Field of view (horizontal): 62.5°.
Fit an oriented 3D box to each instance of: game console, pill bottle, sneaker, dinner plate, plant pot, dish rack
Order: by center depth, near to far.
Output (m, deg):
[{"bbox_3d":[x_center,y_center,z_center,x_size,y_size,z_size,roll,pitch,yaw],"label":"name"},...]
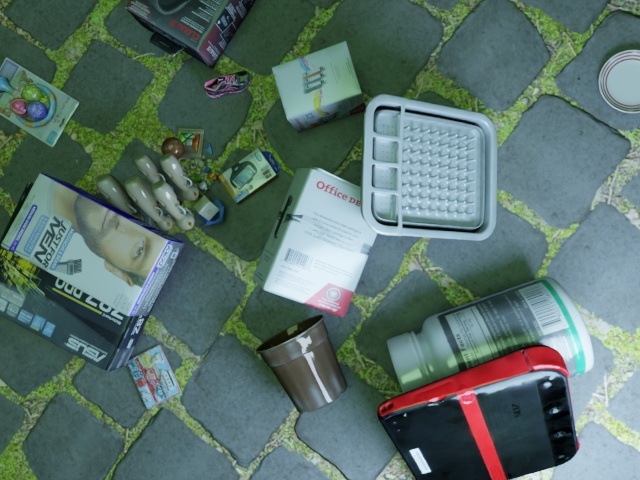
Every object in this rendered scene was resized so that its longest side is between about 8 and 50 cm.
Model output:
[{"bbox_3d":[0.322,0.369,1.031,0.342,0.060,0.386,-20,128,10],"label":"game console"},{"bbox_3d":[0.334,0.225,1.079,0.362,0.204,0.204,-20,84,7],"label":"pill bottle"},{"bbox_3d":[0.224,-0.144,1.124,0.333,0.072,0.285,4,85,-23],"label":"dish rack"},{"bbox_3d":[0.682,-0.347,1.156,0.141,0.017,0.141,0,88,8],"label":"dinner plate"},{"bbox_3d":[-0.032,0.275,1.159,0.167,0.167,0.165,-26,92,6],"label":"plant pot"},{"bbox_3d":[-0.225,-0.380,1.268,0.120,0.057,0.047,-20,82,5],"label":"sneaker"}]

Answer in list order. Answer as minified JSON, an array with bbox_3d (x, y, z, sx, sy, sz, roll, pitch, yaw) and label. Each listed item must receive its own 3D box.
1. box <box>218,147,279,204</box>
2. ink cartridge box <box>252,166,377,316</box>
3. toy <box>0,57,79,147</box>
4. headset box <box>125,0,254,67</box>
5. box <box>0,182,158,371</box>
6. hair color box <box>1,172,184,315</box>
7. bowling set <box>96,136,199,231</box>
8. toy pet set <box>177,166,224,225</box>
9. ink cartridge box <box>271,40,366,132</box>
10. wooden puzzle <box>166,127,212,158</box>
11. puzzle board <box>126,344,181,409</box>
[{"bbox_3d":[-0.166,-0.157,1.262,0.136,0.028,0.081,-35,82,7],"label":"box"},{"bbox_3d":[0.000,0.000,1.147,0.197,0.114,0.272,22,91,-22],"label":"ink cartridge box"},{"bbox_3d":[-0.754,-0.357,1.343,0.237,0.056,0.136,32,93,9],"label":"toy"},{"bbox_3d":[-0.299,-0.578,1.262,0.218,0.110,0.293,33,91,8],"label":"headset box"},{"bbox_3d":[-0.587,0.082,1.273,0.395,0.097,0.318,26,91,8],"label":"box"},{"bbox_3d":[-0.500,0.009,1.168,0.339,0.110,0.185,26,87,7],"label":"hair color box"},{"bbox_3d":[-0.351,-0.126,1.223,0.287,0.154,0.199,13,54,39],"label":"bowling set"},{"bbox_3d":[-0.272,-0.094,1.269,0.122,0.065,0.114,-46,47,0],"label":"toy pet set"},{"bbox_3d":[-0.002,-0.342,1.198,0.176,0.128,0.127,-17,85,8],"label":"ink cartridge box"},{"bbox_3d":[-0.323,-0.238,1.296,0.117,0.014,0.078,-3,87,8],"label":"wooden puzzle"},{"bbox_3d":[-0.404,0.330,1.276,0.097,0.011,0.128,-28,84,6],"label":"puzzle board"}]
